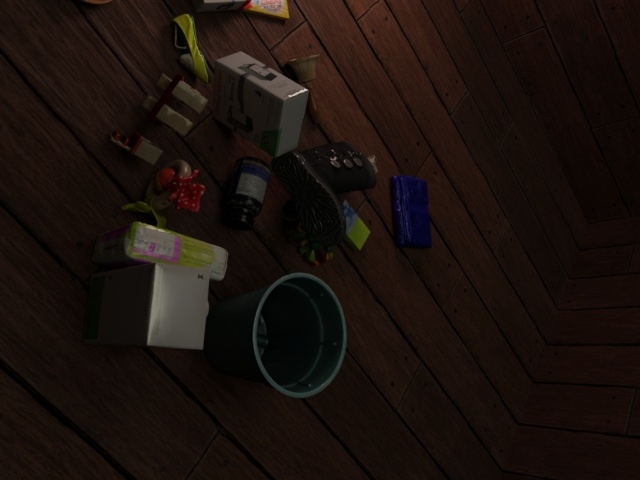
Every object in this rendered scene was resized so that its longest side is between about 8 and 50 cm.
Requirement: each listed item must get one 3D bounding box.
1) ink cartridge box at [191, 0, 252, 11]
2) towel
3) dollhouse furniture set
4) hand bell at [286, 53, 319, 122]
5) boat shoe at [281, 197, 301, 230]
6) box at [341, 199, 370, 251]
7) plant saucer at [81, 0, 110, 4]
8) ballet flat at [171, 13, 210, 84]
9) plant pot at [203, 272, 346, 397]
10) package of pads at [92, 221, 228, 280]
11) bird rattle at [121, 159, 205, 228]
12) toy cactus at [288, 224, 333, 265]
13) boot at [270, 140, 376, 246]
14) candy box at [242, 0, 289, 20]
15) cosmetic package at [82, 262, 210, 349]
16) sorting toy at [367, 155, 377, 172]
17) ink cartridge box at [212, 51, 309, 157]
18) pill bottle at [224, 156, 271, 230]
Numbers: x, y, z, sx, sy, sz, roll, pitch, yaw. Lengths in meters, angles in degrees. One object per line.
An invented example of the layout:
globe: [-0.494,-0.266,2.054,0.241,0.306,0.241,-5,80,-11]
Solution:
ink cartridge box: [-0.323,-0.845,1.905,0.231,0.078,0.134,-22,97,-36]
towel: [0.403,-0.122,2.467,0.228,0.076,0.308,4,80,-42]
dollhouse furniture set: [-0.461,-0.356,1.601,0.135,0.262,0.259,33,93,-32]
hand bell: [-0.041,-0.560,2.136,0.126,0.126,0.242,-31,117,-42]
boat shoe: [-0.066,-0.126,2.040,0.257,0.095,0.095,-47,150,-45]
box: [0.112,-0.057,2.206,0.178,0.042,0.109,50,52,-24]
plant saucer: [-0.666,-0.761,1.615,0.200,0.037,0.200,9,77,-43]
ballet flat: [-0.415,-0.599,1.805,0.077,0.077,0.231,-16,91,-22]
plant pot: [-0.157,0.280,1.696,0.341,0.334,0.341,9,76,-41]
package of pads: [-0.430,0.042,1.557,0.296,0.229,0.101,20,69,-40]
bird rattle: [-0.430,-0.148,1.597,0.143,0.253,0.207,32,38,-35]
toy cactus: [0.000,0.000,2.010,0.219,0.180,0.112,43,36,-35]
boot: [0.066,-0.179,2.005,0.367,0.146,0.445,61,30,7]
candy box: [-0.204,-0.867,2.071,0.206,0.027,0.105,-9,92,-43]
cosmetic package: [-0.441,0.171,1.429,0.155,0.365,0.197,14,73,-41]
sorting toy: [0.207,-0.291,2.342,0.075,0.045,0.083,50,52,-34]
ink cartridge box: [-0.196,-0.425,1.783,0.121,0.289,0.211,-36,151,-40]
pill bottle: [-0.240,-0.149,1.842,0.123,0.123,0.219,27,65,-37]
